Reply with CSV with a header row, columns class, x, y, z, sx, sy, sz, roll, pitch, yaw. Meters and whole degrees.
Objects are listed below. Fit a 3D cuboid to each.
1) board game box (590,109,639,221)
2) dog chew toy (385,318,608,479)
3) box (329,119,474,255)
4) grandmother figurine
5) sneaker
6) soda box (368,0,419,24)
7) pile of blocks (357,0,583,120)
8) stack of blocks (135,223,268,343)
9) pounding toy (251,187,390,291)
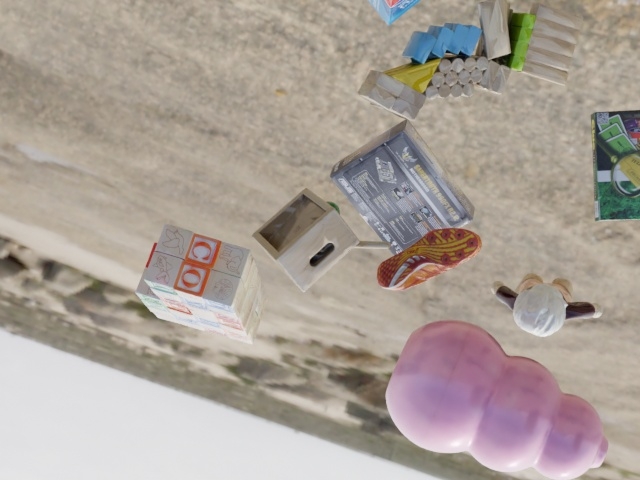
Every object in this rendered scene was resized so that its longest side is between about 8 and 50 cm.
class,x,y,z,sx,sy,sz,roll,pitch,yaw
board game box,0.464,-0.094,1.039,0.259,0.136,0.030,-3,-178,4
dog chew toy,0.272,0.255,1.308,0.332,0.206,0.206,23,171,11
box,0.159,-0.094,1.662,0.183,0.056,0.231,-31,110,28
grandmother figurine,0.424,0.121,1.618,0.208,0.104,0.342,0,-177,19
sneaker,0.165,0.026,1.279,0.175,0.064,0.067,-23,161,33
soda box,0.074,-0.283,0.844,0.071,0.067,0.210,51,-177,1
pile of blocks,0.212,-0.282,1.292,0.362,0.149,0.112,-16,-160,-17
stack of blocks,-0.184,0.070,1.303,0.171,0.087,0.297,16,164,5
pounding toy,0.000,0.000,1.249,0.100,0.141,0.130,52,174,-30
